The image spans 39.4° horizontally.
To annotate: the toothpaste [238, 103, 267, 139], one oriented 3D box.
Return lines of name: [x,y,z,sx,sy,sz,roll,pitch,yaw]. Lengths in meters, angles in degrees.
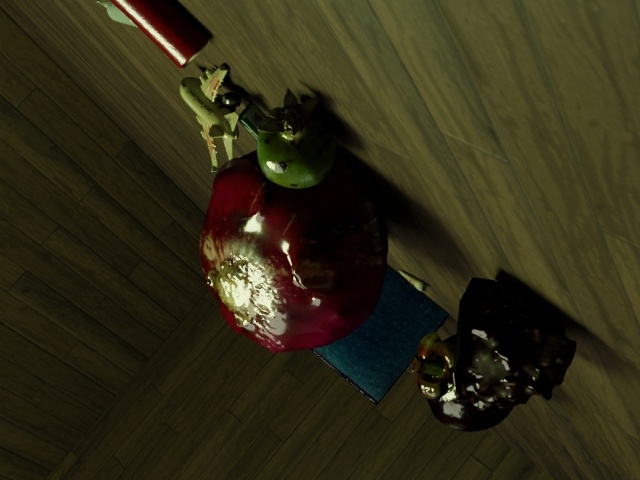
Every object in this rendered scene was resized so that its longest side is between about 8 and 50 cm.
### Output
toothpaste: [-0.097,-0.201,1.819,0.178,0.043,0.037,46,170,-31]

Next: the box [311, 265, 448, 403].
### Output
box: [0.124,0.214,2.190,0.261,0.279,0.116,39,171,9]

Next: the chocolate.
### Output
chocolate: [0.346,0.185,1.505,0.177,0.224,0.206,6,178,32]

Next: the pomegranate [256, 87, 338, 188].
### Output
pomegranate: [-0.046,-0.167,1.471,0.148,0.148,0.169,34,159,36]

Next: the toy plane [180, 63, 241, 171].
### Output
toy plane: [-0.212,-0.260,1.762,0.244,0.092,0.229,-122,33,-45]

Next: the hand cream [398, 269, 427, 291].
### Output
hand cream: [0.215,0.094,2.064,0.035,0.022,0.102,36,179,-31]

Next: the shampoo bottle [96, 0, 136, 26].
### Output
shampoo bottle: [-0.382,-0.452,1.742,0.056,0.056,0.195,46,171,-35]

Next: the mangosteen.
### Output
mangosteen: [0.309,0.303,1.970,0.265,0.228,0.228,24,180,-26]

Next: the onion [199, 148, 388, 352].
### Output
onion: [0.000,0.000,1.722,0.420,0.398,0.398,-11,-148,-41]

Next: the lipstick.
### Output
lipstick: [-0.304,-0.407,1.553,0.241,0.080,0.080,43,171,-16]
